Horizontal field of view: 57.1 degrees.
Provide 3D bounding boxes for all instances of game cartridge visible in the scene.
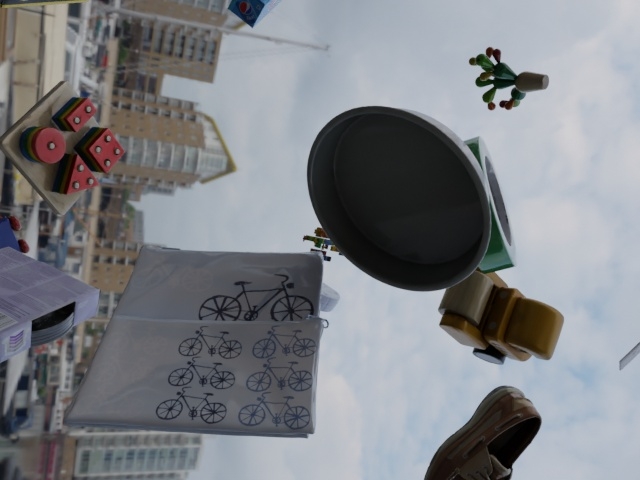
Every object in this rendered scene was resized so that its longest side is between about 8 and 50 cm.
[{"bbox_3d":[-0.039,0.139,1.749,0.062,0.198,0.297,-53,168,3],"label":"game cartridge"}]

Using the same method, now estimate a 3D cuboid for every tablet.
[{"bbox_3d":[0.673,0.243,1.263,0.083,0.054,0.006,-42,-131,-4],"label":"tablet"}]

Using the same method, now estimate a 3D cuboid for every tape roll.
[{"bbox_3d":[0.387,-0.084,1.396,0.077,0.321,0.321,-16,-118,22],"label":"tape roll"}]

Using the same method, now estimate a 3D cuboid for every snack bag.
[{"bbox_3d":[-0.151,0.120,0.840,0.342,0.323,0.037,-82,171,-48],"label":"snack bag"}]

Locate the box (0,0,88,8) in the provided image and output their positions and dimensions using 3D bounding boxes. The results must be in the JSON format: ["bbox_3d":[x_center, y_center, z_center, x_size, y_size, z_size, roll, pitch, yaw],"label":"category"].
[{"bbox_3d":[-0.666,-0.602,1.190,0.079,0.322,0.257,-53,179,29],"label":"box"}]

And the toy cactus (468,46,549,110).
[{"bbox_3d":[0.460,-0.386,1.411,0.181,0.219,0.112,16,-110,44],"label":"toy cactus"}]

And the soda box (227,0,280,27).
[{"bbox_3d":[-0.111,-0.548,1.266,0.071,0.067,0.210,-42,-166,51],"label":"soda box"}]

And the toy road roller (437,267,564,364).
[{"bbox_3d":[0.508,0.211,1.617,0.241,0.330,0.202,2,-119,51],"label":"toy road roller"}]

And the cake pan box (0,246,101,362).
[{"bbox_3d":[-0.601,0.111,1.123,0.246,0.267,0.070,-38,146,-63],"label":"cake pan box"}]

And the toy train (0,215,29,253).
[{"bbox_3d":[-0.860,-0.055,1.523,0.143,0.105,0.248,38,-37,27],"label":"toy train"}]

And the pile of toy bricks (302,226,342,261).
[{"bbox_3d":[0.000,0.000,1.781,0.212,0.105,0.117,-172,-86,-68],"label":"pile of toy bricks"}]

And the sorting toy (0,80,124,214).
[{"bbox_3d":[-0.658,-0.239,1.546,0.255,0.090,0.257,-61,147,-32],"label":"sorting toy"}]

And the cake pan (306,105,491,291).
[{"bbox_3d":[0.113,-0.061,0.846,0.293,0.054,0.293,23,-47,27],"label":"cake pan"}]

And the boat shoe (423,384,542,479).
[{"bbox_3d":[0.329,0.449,1.204,0.324,0.123,0.116,-55,-157,0],"label":"boat shoe"}]
